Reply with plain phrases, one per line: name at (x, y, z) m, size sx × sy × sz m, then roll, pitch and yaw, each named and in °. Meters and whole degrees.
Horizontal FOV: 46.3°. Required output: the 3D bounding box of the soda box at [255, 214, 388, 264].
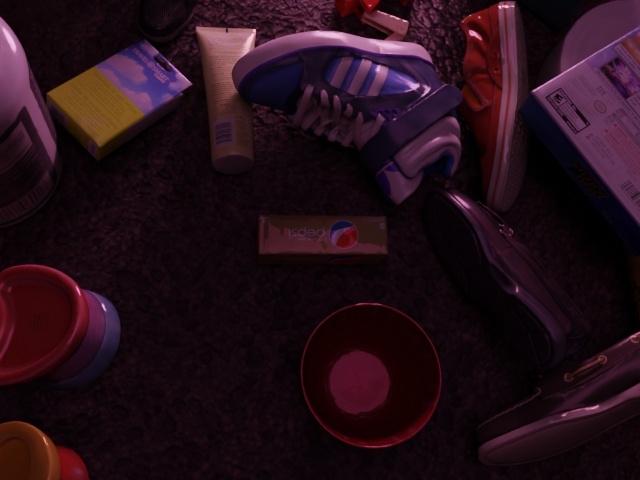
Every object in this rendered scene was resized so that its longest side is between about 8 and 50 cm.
soda box at (0.000, 0.000, 1.050) m, size 0.181 × 0.061 × 0.058 m, roll 0°, pitch 74°, yaw -8°

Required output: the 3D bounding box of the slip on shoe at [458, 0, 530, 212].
slip on shoe at (0.259, -0.201, 1.138) m, size 0.101 × 0.123 × 0.332 m, roll -5°, pitch 77°, yaw 26°

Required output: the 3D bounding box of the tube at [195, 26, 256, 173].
tube at (-0.133, -0.216, 1.106) m, size 0.070 × 0.062 × 0.240 m, roll 20°, pitch 57°, yaw -49°

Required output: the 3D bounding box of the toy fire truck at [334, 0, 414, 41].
toy fire truck at (0.093, -0.353, 1.183) m, size 0.192 × 0.047 × 0.135 m, roll -29°, pitch 79°, yaw -16°

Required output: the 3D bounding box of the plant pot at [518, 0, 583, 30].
plant pot at (0.354, -0.500, 1.210) m, size 0.234 × 0.166 × 0.165 m, roll 35°, pitch 71°, yaw 10°

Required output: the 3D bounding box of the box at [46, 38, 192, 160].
box at (-0.284, -0.204, 1.066) m, size 0.109 × 0.042 × 0.178 m, roll 44°, pitch 57°, yaw 5°

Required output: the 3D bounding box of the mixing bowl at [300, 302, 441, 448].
mixing bowl at (0.057, 0.182, 0.983) m, size 0.181 × 0.098 × 0.182 m, roll 3°, pitch 72°, yaw -8°

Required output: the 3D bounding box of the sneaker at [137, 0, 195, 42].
sneaker at (-0.209, -0.409, 1.114) m, size 0.087 × 0.130 × 0.228 m, roll 28°, pitch 73°, yaw 3°

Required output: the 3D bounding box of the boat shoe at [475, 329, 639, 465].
boat shoe at (0.349, 0.202, 0.992) m, size 0.324 × 0.116 × 0.097 m, roll -26°, pitch 52°, yaw 10°

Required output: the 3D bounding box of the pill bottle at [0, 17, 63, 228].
pill bottle at (-0.434, -0.159, 0.878) m, size 0.204 × 0.361 × 0.204 m, roll 3°, pitch 72°, yaw -9°

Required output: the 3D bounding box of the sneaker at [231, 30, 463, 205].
sneaker at (0.052, -0.161, 1.059) m, size 0.322 × 0.130 × 0.236 m, roll -5°, pitch 68°, yaw -22°

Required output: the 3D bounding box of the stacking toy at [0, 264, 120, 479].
stacking toy at (-0.392, 0.195, 0.937) m, size 0.279 × 0.130 × 0.309 m, roll 1°, pitch 68°, yaw 19°

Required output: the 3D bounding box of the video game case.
video game case at (0.458, -0.149, 1.058) m, size 0.244 × 0.061 × 0.270 m, roll -31°, pitch 78°, yaw -15°

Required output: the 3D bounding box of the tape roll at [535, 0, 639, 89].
tape roll at (0.490, -0.229, 1.175) m, size 0.286 × 0.100 × 0.286 m, roll 3°, pitch 72°, yaw -8°

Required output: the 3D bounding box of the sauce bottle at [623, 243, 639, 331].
sauce bottle at (0.507, 0.128, 1.059) m, size 0.111 × 0.111 × 0.345 m, roll 1°, pitch 71°, yaw -8°

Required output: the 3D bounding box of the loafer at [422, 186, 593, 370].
loafer at (0.255, 0.042, 1.045) m, size 0.095 × 0.109 × 0.303 m, roll -16°, pitch 58°, yaw -29°
